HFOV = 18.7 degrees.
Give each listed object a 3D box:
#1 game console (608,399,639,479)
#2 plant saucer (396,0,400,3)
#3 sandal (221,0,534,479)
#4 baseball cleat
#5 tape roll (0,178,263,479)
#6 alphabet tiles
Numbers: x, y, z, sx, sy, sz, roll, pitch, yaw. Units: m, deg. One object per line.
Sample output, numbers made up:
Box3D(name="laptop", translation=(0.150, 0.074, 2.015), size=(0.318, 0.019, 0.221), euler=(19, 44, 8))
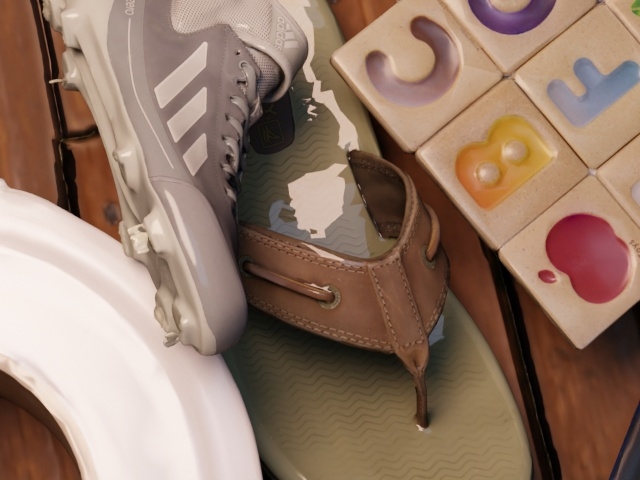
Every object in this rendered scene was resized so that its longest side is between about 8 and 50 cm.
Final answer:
Box3D(name="game console", translation=(0.250, 0.194, 0.808), size=(0.293, 0.250, 0.173), euler=(24, 102, 1))
Box3D(name="plant saucer", translation=(0.114, -0.144, 0.932), size=(0.168, 0.029, 0.168), euler=(-2, 74, 6))
Box3D(name="sandal", translation=(-0.002, -0.001, 0.865), size=(0.120, 0.086, 0.303), euler=(-21, 77, -14))
Box3D(name="baseball cleat", translation=(-0.045, -0.049, 0.805), size=(0.109, 0.072, 0.206), euler=(-14, 58, -15))
Box3D(name="tape roll", translation=(-0.166, 0.120, 0.814), size=(0.286, 0.100, 0.286), euler=(1, 76, -5))
Box3D(name="alphabet tiles", translation=(0.187, -0.121, 0.891), size=(0.342, 0.011, 0.285), euler=(-39, 87, -12))
